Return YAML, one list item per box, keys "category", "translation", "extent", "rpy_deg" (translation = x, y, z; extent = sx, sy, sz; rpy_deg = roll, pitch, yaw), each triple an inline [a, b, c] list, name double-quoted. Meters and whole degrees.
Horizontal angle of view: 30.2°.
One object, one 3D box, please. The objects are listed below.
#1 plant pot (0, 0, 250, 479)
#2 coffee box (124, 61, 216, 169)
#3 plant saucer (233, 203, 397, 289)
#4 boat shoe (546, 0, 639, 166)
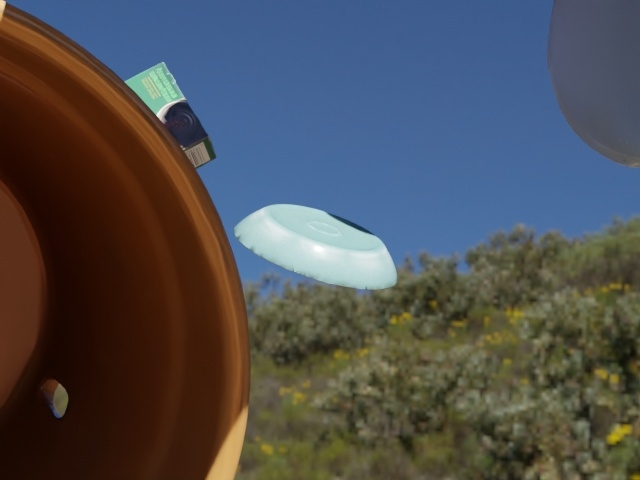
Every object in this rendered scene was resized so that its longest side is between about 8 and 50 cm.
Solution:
- category: "plant pot"
  translation: [-0.196, 0.040, 0.488]
  extent: [0.291, 0.291, 0.203]
  rpy_deg: [14, 2, -21]
- category: "coffee box"
  translation: [-0.205, -0.084, 1.137]
  extent: [0.184, 0.113, 0.040]
  rpy_deg: [-28, -30, -7]
- category: "plant saucer"
  translation: [0.000, 0.000, 0.822]
  extent: [0.119, 0.021, 0.119]
  rpy_deg: [17, 15, -5]
- category: "boat shoe"
  translation: [0.193, -0.075, 0.418]
  extent: [0.105, 0.113, 0.306]
  rpy_deg: [5, 2, -21]
